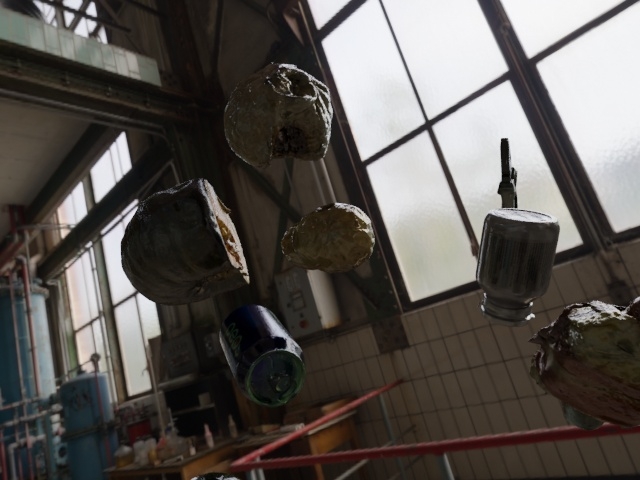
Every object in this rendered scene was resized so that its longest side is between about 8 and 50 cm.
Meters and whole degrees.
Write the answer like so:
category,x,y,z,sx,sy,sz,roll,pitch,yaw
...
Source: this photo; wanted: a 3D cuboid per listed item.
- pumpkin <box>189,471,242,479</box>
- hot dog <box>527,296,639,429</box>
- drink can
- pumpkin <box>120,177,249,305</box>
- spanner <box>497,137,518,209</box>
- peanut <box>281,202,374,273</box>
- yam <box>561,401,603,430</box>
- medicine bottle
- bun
category,x,y,z,sx,sy,sz,roll,pitch,yaw
pumpkin,-0.175,0.459,0.690,0.167,0.167,0.125,-18,-9,5
hot dog,0.317,0.123,0.475,0.103,0.146,0.213,-52,-21,-28
drink can,-0.102,0.192,0.754,0.118,0.118,0.205,-12,13,-19
pumpkin,-0.290,0.003,0.902,0.232,0.242,0.325,-14,-23,-5
spanner,0.472,-0.122,1.102,0.040,0.095,0.324,3,-39,30
peanut,0.000,0.000,0.739,0.120,0.110,0.236,-36,12,-26
yam,0.451,0.248,0.762,0.068,0.169,0.068,-17,18,6
medicine bottle,0.377,0.053,0.857,0.135,0.215,0.135,2,16,-1
bun,-0.099,-0.323,1.087,0.282,0.281,0.204,-8,-38,-32
